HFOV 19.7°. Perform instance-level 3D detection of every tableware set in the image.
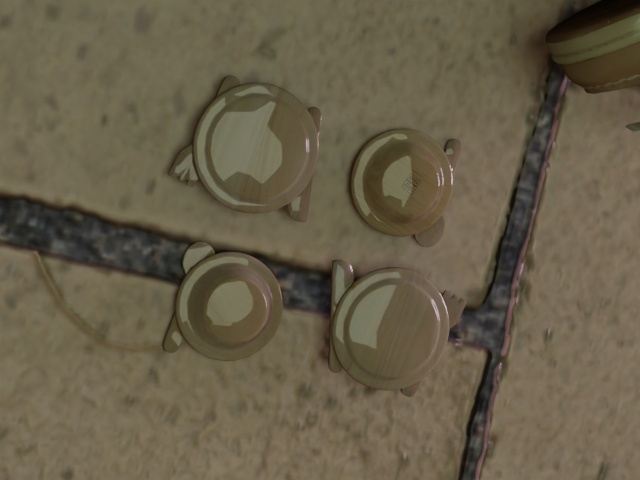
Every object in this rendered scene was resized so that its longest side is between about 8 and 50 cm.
[{"bbox_3d":[0.000,0.000,0.925,0.169,0.020,0.141,12,92,-19],"label":"tableware set"}]

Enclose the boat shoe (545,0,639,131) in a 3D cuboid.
[{"bbox_3d":[0.253,-0.106,0.950,0.285,0.104,0.089,-13,99,-17],"label":"boat shoe"}]
